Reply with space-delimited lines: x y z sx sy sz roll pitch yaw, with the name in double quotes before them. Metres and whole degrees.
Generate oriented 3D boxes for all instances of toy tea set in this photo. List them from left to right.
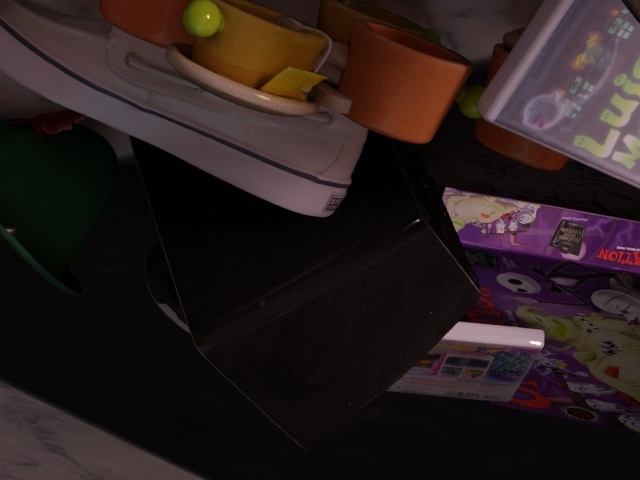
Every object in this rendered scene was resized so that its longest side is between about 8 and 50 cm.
"toy tea set" 0.028 -0.140 1.143 0.336 0.124 0.200 9 -162 -44

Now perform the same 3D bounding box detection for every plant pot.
"plant pot" 0.000 0.000 1.362 0.167 0.187 0.188 -28 145 10

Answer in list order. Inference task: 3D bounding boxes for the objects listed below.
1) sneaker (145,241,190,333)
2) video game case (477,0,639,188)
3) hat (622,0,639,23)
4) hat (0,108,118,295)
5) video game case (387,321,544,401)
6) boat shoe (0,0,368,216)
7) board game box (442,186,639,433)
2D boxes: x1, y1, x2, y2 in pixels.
"sneaker" -0.064 0.071 1.673 0.235 0.084 0.097 27 152 -32
"video game case" 0.206 -0.115 1.091 0.173 0.022 0.190 22 115 -24
"hat" 0.264 -0.185 0.844 0.331 0.331 0.134 6 -167 9
"hat" -0.171 -0.077 1.463 0.173 0.183 0.208 47 179 -44
"video game case" 0.090 0.095 1.603 0.157 0.019 0.143 6 157 -4
"boat shoe" -0.095 -0.108 1.247 0.268 0.088 0.096 27 -164 7
"board game box" 0.216 0.070 1.578 0.208 0.056 0.347 14 159 20
